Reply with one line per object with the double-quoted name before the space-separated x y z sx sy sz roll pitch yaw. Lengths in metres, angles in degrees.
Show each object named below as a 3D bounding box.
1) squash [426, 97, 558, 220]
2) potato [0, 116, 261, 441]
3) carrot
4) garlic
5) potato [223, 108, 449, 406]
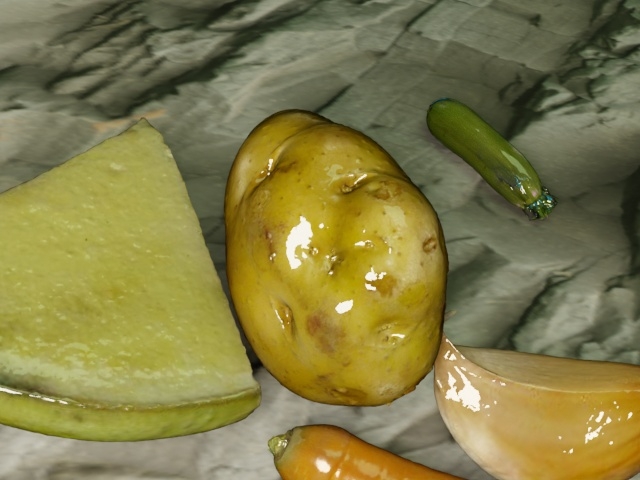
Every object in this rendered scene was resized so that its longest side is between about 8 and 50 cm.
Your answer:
"squash" 0.176 -0.089 1.387 0.052 0.052 0.183 -15 53 -42
"potato" -0.207 0.043 0.931 0.255 0.112 0.269 -3 49 -28
"carrot" 0.088 0.190 0.955 0.271 0.066 0.062 19 78 -10
"garlic" 0.165 0.137 1.024 0.206 0.128 0.115 14 79 -7
"potato" 0.000 0.000 1.014 0.195 0.176 0.369 36 7 -14
